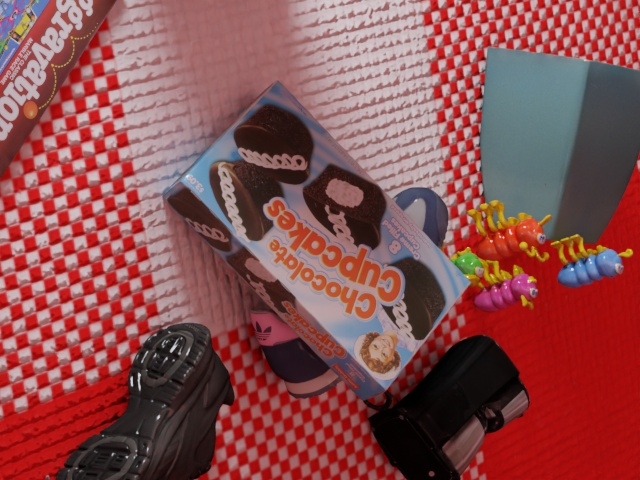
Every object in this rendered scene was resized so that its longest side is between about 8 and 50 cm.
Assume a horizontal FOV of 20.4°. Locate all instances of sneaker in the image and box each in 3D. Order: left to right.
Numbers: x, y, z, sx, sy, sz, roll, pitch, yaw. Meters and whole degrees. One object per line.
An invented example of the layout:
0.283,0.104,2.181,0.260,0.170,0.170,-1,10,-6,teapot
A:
-0.174,0.228,1.868,0.286,0.109,0.130,-56,134,-26,sneaker
0.037,0.028,2.064,0.319,0.112,0.131,-55,125,-30,sneaker

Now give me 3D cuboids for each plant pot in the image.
0.309,-0.119,2.305,0.166,0.165,0.234,5,96,-46,plant pot

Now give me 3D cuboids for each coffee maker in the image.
0.156,0.195,2.189,0.178,0.120,0.171,-42,120,-37,coffee maker

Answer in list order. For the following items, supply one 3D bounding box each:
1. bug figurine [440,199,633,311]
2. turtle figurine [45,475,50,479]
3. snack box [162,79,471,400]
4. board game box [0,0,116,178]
0.246,0.032,2.211,0.279,0.216,0.072,17,58,-49,bug figurine
-0.342,0.271,1.686,0.175,0.118,0.234,10,98,-37,turtle figurine
0.000,0.000,1.972,0.322,0.060,0.187,46,57,-8,snack box
-0.303,-0.208,1.765,0.145,0.027,0.281,48,59,-37,board game box
